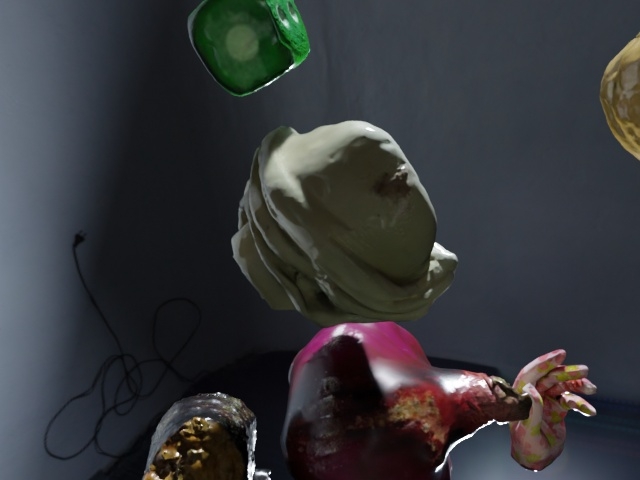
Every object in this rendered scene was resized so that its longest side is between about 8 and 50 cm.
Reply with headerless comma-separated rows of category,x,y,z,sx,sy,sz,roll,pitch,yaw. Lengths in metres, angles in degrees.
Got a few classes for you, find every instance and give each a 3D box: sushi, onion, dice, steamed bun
sushi,-0.188,0.434,0.719,0.207,0.235,0.348,-165,-95,-75
onion,0.151,0.307,0.804,0.398,0.420,0.398,32,43,-36
dice,-0.099,-0.297,0.639,0.130,0.129,0.120,57,29,-28
steamed bun,0.005,0.008,0.637,0.219,0.324,0.309,-43,124,-17

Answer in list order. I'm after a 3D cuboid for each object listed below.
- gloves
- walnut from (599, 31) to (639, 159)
gloves,0.415,0.307,0.830,0.126,0.145,0.240,-121,-147,-78
walnut,0.508,-0.187,0.571,0.224,0.257,0.257,-48,155,7
